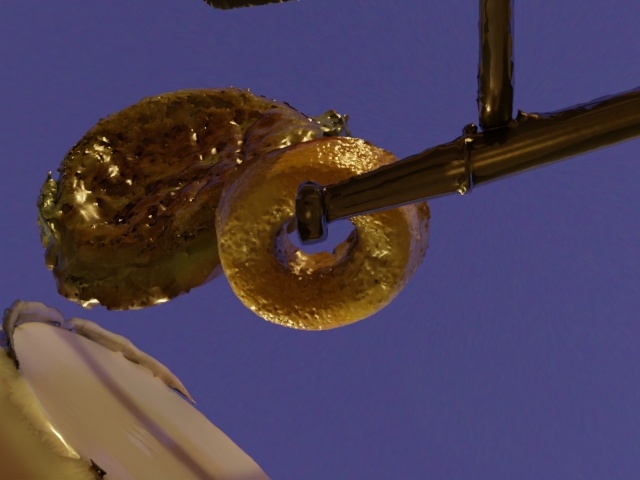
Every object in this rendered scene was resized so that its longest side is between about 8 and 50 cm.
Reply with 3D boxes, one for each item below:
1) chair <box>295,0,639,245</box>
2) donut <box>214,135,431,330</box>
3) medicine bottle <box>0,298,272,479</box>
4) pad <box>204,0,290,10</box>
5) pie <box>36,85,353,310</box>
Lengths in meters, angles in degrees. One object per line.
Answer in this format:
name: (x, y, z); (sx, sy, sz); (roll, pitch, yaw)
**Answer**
chair: (0.192, -0.248, 0.628); (0.410, 0.364, 0.362); (-1, -56, 5)
donut: (0.000, 0.000, 1.033); (0.178, 0.065, 0.162); (-22, -71, 16)
medicine bottle: (-0.176, 0.235, 0.576); (0.213, 0.213, 0.378); (40, -88, 3)
pad: (-0.125, -0.327, 1.124); (0.055, 0.323, 0.250); (-32, -63, -30)
pie: (-0.132, -0.058, 1.323); (0.288, 0.355, 0.103); (21, -40, 42)
